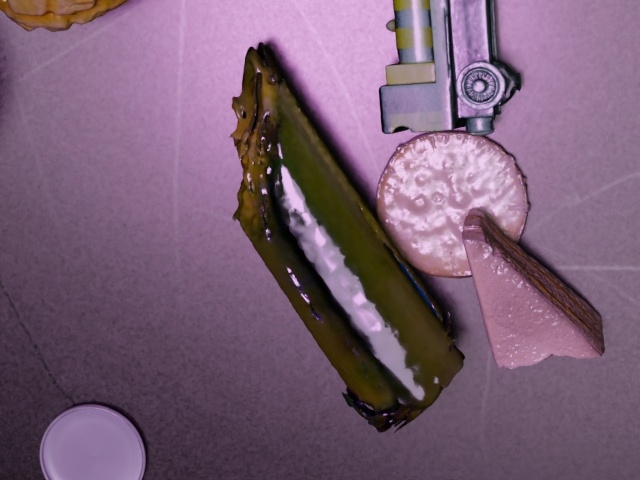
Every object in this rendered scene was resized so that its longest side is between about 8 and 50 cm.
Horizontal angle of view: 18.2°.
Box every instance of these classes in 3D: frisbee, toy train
[{"bbox_3d":[-0.230,0.218,2.012,0.110,0.014,0.110,1,102,7],"label":"frisbee"},{"bbox_3d":[0.115,-0.196,1.860,0.132,0.083,0.200,-3,94,18],"label":"toy train"}]

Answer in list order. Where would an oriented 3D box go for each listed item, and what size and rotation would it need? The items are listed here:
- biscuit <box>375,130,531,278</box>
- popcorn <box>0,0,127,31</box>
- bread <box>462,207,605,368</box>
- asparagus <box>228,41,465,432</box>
[{"bbox_3d":[0.127,-0.034,1.919,0.152,0.020,0.152,1,100,7],"label":"biscuit"},{"bbox_3d":[-0.238,-0.289,1.844,0.167,0.187,0.185,-15,90,-26],"label":"popcorn"},{"bbox_3d":[0.201,0.040,1.880,0.105,0.077,0.152,-11,114,12],"label":"bread"},{"bbox_3d":[0.000,0.000,1.899,0.128,0.108,0.382,-32,93,14],"label":"asparagus"}]
